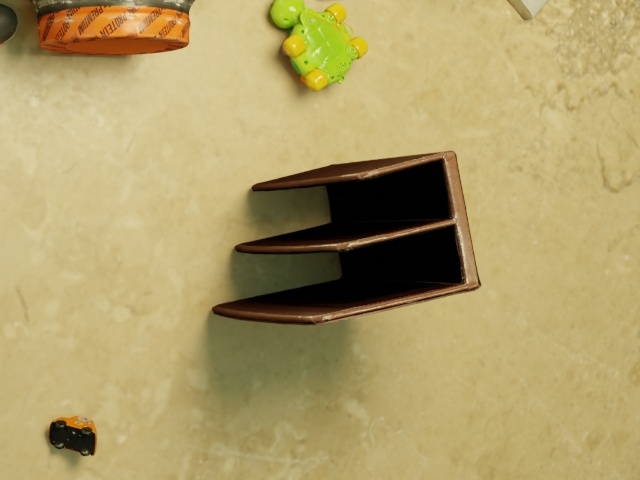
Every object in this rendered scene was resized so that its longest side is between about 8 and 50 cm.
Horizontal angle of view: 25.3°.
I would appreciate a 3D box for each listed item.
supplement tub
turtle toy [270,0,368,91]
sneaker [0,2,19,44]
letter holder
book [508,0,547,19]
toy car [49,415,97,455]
[{"bbox_3d":[-0.228,-0.377,1.541,0.207,0.207,0.338,-1,90,-25],"label":"supplement tub"},{"bbox_3d":[-0.011,-0.243,1.720,0.095,0.066,0.130,-40,105,-22],"label":"turtle toy"},{"bbox_3d":[-0.400,-0.238,1.536,0.157,0.065,0.061,0,90,-25],"label":"sneaker"},{"bbox_3d":[0.000,0.000,1.594,0.214,0.302,0.152,-13,95,-24],"label":"letter holder"},{"bbox_3d":[0.288,-0.376,1.884,0.096,0.035,0.144,46,70,-22],"label":"book"},{"bbox_3d":[-0.267,0.250,1.624,0.040,0.060,0.122,-58,141,-60],"label":"toy car"}]
